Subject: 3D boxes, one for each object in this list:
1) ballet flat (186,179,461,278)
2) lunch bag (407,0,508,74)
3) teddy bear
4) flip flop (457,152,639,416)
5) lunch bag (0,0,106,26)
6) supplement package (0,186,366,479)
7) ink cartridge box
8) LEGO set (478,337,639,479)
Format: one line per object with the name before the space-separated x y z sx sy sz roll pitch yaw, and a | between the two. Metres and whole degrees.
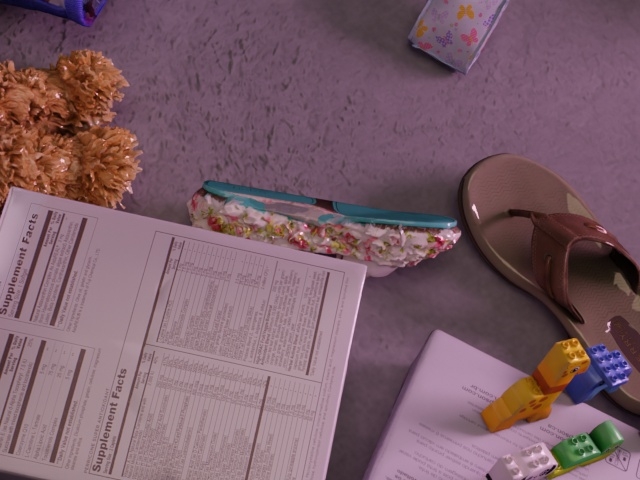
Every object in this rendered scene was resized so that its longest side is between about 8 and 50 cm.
ballet flat | 0.000 0.000 0.912 0.240 0.091 0.077 9 101 2
lunch bag | 0.132 -0.212 0.998 0.071 0.053 0.083 29 97 5
teddy bear | -0.322 -0.080 0.885 0.337 0.113 0.245 3 69 -4
flip flop | 0.232 0.031 0.911 0.112 0.080 0.277 -31 77 -14
lunch bag | -0.296 -0.422 0.931 0.327 0.239 0.386 19 94 0
supplement package | -0.120 0.108 0.791 0.262 0.199 0.198 12 71 -1
ink cartridge box | 0.172 0.263 0.772 0.324 0.071 0.330 27 47 4
LEGO set | 0.206 0.122 0.799 0.227 0.093 0.087 -12 55 -29
